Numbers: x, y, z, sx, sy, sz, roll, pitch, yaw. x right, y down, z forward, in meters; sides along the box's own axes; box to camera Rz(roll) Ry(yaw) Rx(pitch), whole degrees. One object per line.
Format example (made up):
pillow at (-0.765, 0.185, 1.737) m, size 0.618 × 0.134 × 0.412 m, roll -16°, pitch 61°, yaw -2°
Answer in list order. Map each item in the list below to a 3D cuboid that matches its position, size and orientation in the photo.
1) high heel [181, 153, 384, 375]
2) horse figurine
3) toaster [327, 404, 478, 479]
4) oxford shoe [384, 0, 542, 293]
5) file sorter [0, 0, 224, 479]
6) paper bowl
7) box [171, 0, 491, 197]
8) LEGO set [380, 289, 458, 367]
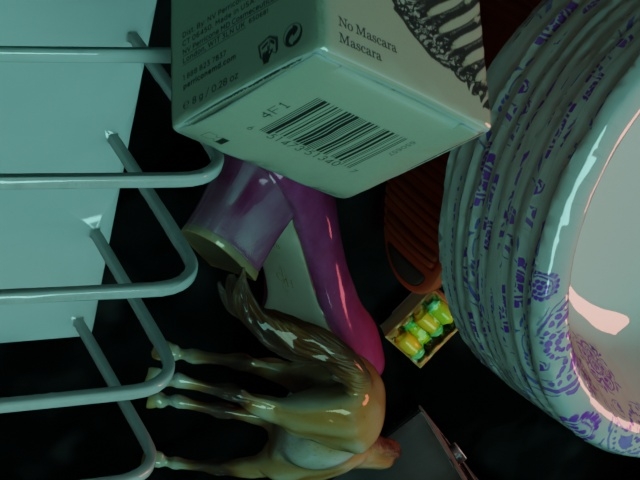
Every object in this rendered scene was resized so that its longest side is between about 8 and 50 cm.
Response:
high heel at (0.000, 0.000, 1.033) m, size 0.244 × 0.082 × 0.117 m, roll 46°, pitch 68°, yaw -48°
horse figurine at (-0.022, 0.105, 1.025) m, size 0.174 × 0.066 × 0.263 m, roll 8°, pitch 154°, yaw -3°
toaster at (0.056, 0.237, 1.202) m, size 0.185 × 0.110 × 0.168 m, roll -37°, pitch 133°, yaw -1°
oxford shoe at (0.124, -0.083, 1.014) m, size 0.098 × 0.097 × 0.271 m, roll 5°, pitch 120°, yaw -38°
file sorter at (-0.164, -0.017, 0.838) m, size 0.192 × 0.173 × 0.278 m, roll -3°, pitch 125°, yaw -28°
paper bowl at (0.187, -0.032, 0.929) m, size 0.284 × 0.148 × 0.284 m, roll -17°, pitch 122°, yaw -30°
box at (0.000, -0.167, 0.752) m, size 0.094 × 0.275 × 0.113 m, roll -24°, pitch 149°, yaw 39°
LEGO set at (0.181, 0.005, 1.103) m, size 0.287 × 0.107 × 0.132 m, roll -23°, pitch 132°, yaw -15°
